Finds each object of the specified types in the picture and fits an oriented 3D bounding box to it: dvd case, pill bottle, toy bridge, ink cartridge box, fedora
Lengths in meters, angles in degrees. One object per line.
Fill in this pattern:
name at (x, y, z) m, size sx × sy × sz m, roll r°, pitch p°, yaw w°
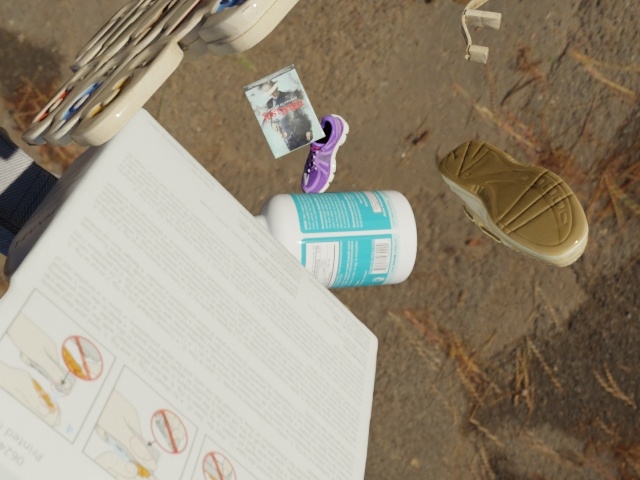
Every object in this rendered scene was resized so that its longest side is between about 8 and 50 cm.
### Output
dvd case at (-0.056, -0.197, 1.315) m, size 0.087 × 0.013 × 0.120 m, roll -23°, pitch 97°, yaw 8°
pill bottle at (0.000, 0.000, 1.287) m, size 0.263 × 0.146 × 0.146 m, roll -2°, pitch 130°, yaw -16°
toy bridge at (0.265, -0.363, 1.413) m, size 0.063 × 0.188 × 0.026 m, roll 14°, pitch 148°, yaw 18°
ink cartridge box at (-0.099, 0.112, 0.606) m, size 0.091 × 0.385 × 0.308 m, roll -33°, pitch 112°, yaw 27°
fedora at (-0.368, -0.051, 1.033) m, size 0.243 × 0.124 × 0.275 m, roll 35°, pitch 169°, yaw -18°

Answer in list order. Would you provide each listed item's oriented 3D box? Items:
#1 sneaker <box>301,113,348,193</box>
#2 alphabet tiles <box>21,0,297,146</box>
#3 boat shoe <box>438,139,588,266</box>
sneaker at (-0.006, -0.170, 1.694) m, size 0.068 × 0.071 × 0.170 m, roll 23°, pitch 101°, yaw 29°
alphabet tiles at (-0.066, -0.158, 0.525) m, size 0.021 × 0.278 × 0.284 m, roll 47°, pitch 162°, yaw -27°
boat shoe at (0.155, -0.024, 0.672) m, size 0.063 × 0.170 × 0.059 m, roll -36°, pitch 125°, yaw 0°
